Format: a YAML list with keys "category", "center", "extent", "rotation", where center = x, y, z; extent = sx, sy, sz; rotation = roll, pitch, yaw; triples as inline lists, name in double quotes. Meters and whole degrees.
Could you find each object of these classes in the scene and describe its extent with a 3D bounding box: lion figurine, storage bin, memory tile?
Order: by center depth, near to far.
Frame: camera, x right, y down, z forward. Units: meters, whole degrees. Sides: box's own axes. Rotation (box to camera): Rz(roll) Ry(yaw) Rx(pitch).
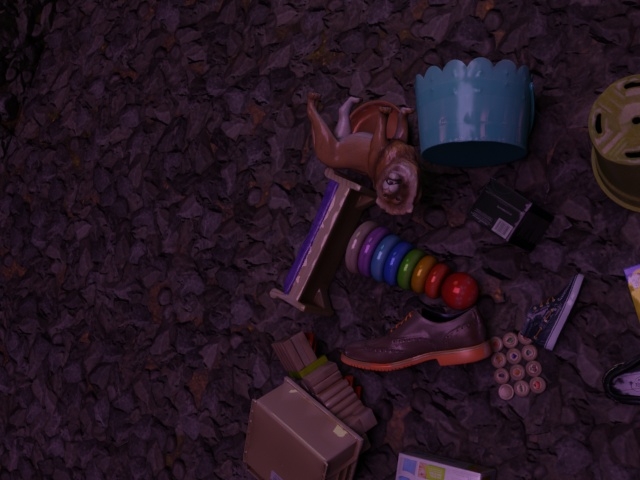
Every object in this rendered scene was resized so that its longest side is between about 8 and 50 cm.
- category: "memory tile"
  center: [0.442, 0.280, 1.792]
  extent: [0.113, 0.012, 0.148]
  rotation: [-19, 72, 28]
- category: "lion figurine"
  center: [0.097, -0.215, 1.901]
  extent: [0.392, 0.142, 0.240]
  rotation: [24, 113, 45]
- category: "storage bin"
  center: [-0.052, 0.525, 1.939]
  extent: [0.262, 0.123, 0.261]
  rotation: [34, 129, 31]

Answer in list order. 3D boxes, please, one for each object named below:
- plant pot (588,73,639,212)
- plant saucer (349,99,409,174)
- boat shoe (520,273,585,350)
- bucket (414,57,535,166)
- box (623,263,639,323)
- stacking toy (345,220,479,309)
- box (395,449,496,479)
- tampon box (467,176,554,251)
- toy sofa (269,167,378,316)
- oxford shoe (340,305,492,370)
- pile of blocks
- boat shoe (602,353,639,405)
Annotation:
- category: "plant pot"
  center: [0.662, -0.211, 1.603]
  extent: [0.276, 0.254, 0.276]
  rotation: [-6, 78, 30]
- category: "plant saucer"
  center: [0.143, -0.264, 2.064]
  extent: [0.199, 0.037, 0.200]
  rotation: [-7, 77, 31]
- category: "boat shoe"
  center: [0.508, 0.145, 1.739]
  extent: [0.083, 0.065, 0.183]
  rotation: [26, 97, 23]
- category: "bucket"
  center: [0.349, -0.282, 1.807]
  extent: [0.281, 0.281, 0.183]
  rotation: [-3, 81, 31]
- category: "box"
  center: [0.705, 0.131, 1.640]
  extent: [0.105, 0.043, 0.179]
  rotation: [-21, 72, 28]
- category: "stacking toy"
  center: [0.227, 0.070, 1.901]
  extent: [0.330, 0.141, 0.141]
  rotation: [24, 94, 29]
- category: "box"
  center: [0.280, 0.553, 1.788]
  extent: [0.203, 0.103, 0.114]
  rotation: [5, 83, 32]
- category: "tampon box"
  center: [0.427, -0.055, 1.775]
  extent: [0.120, 0.161, 0.101]
  rotation: [38, 102, 32]
- category: "toy sofa"
  center: [0.000, 0.000, 2.038]
  extent: [0.177, 0.150, 0.363]
  rotation: [28, 96, 32]
- category: "oxford shoe"
  center: [0.214, 0.224, 1.862]
  extent: [0.363, 0.130, 0.133]
  rotation: [-10, 97, 20]
- category: "pile of blocks"
  center: [0.024, 0.368, 1.999]
  extent: [0.112, 0.149, 0.362]
  rotation: [-30, 70, -23]
- category: "boat shoe"
  center: [0.723, 0.258, 1.562]
  extent: [0.339, 0.113, 0.127]
  rotation: [-12, 75, 30]
